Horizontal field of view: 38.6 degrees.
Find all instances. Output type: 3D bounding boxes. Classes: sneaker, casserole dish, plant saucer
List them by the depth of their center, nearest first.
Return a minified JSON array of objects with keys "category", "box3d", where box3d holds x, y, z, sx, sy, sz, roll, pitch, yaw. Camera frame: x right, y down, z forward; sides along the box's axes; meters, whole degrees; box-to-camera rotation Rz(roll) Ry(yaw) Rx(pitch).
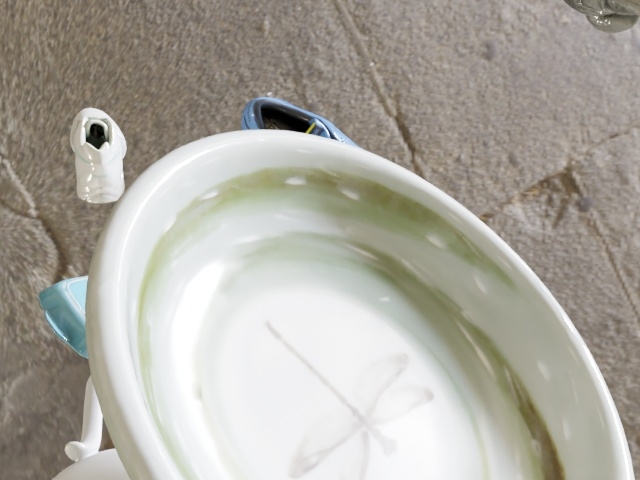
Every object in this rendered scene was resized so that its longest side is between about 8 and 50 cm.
[{"category":"plant saucer","box3d":[0.025,0.103,0.610,0.400,0.100,0.400,22,42,-21]},{"category":"sneaker","box3d":[-0.211,-0.097,0.874,0.054,0.152,0.061,-5,124,-16]},{"category":"sneaker","box3d":[0.013,-0.071,0.893,0.209,0.082,0.069,32,79,-1]},{"category":"casserole dish","box3d":[-0.277,0.089,1.156,0.037,0.188,0.114,-41,81,13]}]

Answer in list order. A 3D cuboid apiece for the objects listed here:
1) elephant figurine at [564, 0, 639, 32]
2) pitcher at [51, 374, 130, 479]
[{"category":"elephant figurine","box3d":[0.359,-0.320,1.082,0.239,0.186,0.169,-44,147,4]},{"category":"pitcher","box3d":[-0.160,0.195,0.711,0.125,0.207,0.177,-27,90,7]}]
